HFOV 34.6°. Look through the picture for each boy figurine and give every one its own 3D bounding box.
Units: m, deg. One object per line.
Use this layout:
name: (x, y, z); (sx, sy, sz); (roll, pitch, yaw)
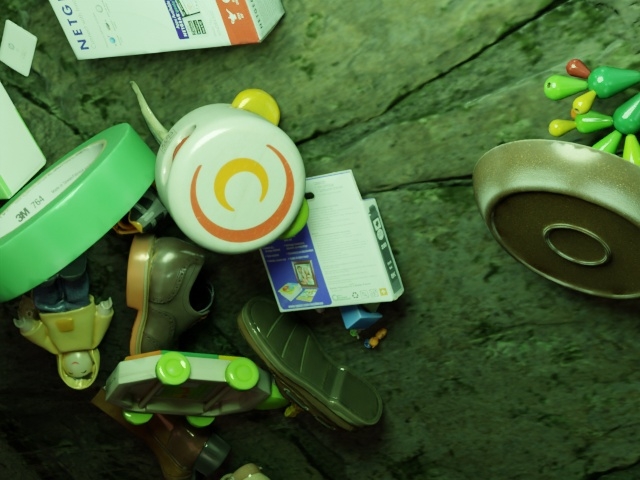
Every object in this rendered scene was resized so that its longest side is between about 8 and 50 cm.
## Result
boy figurine: (-0.466, 0.153, 1.873); (0.177, 0.092, 0.285); (-7, 127, -12)

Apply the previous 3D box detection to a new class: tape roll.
tape roll: (-0.385, -0.045, 1.513); (0.321, 0.321, 0.077); (-21, 117, 40)

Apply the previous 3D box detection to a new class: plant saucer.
plant saucer: (0.326, -0.010, 1.279); (0.311, 0.050, 0.310); (24, 156, 11)

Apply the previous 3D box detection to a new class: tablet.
tablet: (-0.461, -0.291, 1.560); (0.054, 0.006, 0.083); (32, 136, -1)

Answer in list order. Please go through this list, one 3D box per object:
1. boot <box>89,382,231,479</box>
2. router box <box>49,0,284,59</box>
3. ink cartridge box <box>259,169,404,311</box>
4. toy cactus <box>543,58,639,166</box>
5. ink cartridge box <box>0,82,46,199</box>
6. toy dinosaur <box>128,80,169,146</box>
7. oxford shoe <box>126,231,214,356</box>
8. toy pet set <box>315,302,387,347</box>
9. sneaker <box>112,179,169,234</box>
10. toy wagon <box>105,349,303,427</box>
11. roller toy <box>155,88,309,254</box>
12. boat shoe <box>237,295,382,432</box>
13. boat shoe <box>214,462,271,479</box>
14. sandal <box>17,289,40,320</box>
boot: (-0.352, 0.406, 2.068); (0.280, 0.096, 0.264); (36, 137, -4)
router box: (-0.237, -0.399, 1.286); (0.301, 0.082, 0.335); (0, 129, 29)
ink cartridge box: (0.000, 0.000, 1.532); (0.206, 0.045, 0.208); (-8, 109, 33)
toy cactus: (0.373, -0.160, 1.179); (0.219, 0.112, 0.180); (32, 118, 3)
ink cartridge box: (-0.620, -0.167, 1.680); (0.273, 0.114, 0.198); (-4, 127, 31)
toy dinosaur: (-0.193, -0.121, 1.533); (0.118, 0.064, 0.268); (-1, 125, 38)
oxford shoe: (-0.250, 0.129, 1.744); (0.133, 0.130, 0.363); (6, 144, -1)
toy pet set: (0.052, 0.129, 1.619); (0.122, 0.065, 0.114); (38, 136, -8)
sneaker: (-0.309, -0.047, 1.626); (0.084, 0.083, 0.215); (49, 150, -21)
toy wagon: (-0.195, 0.263, 1.800); (0.344, 0.068, 0.267); (7, 154, -22)
roller toy: (-0.128, -0.091, 1.419); (0.146, 0.191, 0.209); (-137, 32, -64)
boat shoe: (-0.038, 0.223, 1.720); (0.307, 0.110, 0.104); (45, 134, -14)
boat shoe: (-0.163, 0.525, 2.076); (0.116, 0.123, 0.324); (63, 148, 15)
sandal: (-0.533, 0.143, 1.938); (0.088, 0.079, 0.240); (30, 136, 1)
